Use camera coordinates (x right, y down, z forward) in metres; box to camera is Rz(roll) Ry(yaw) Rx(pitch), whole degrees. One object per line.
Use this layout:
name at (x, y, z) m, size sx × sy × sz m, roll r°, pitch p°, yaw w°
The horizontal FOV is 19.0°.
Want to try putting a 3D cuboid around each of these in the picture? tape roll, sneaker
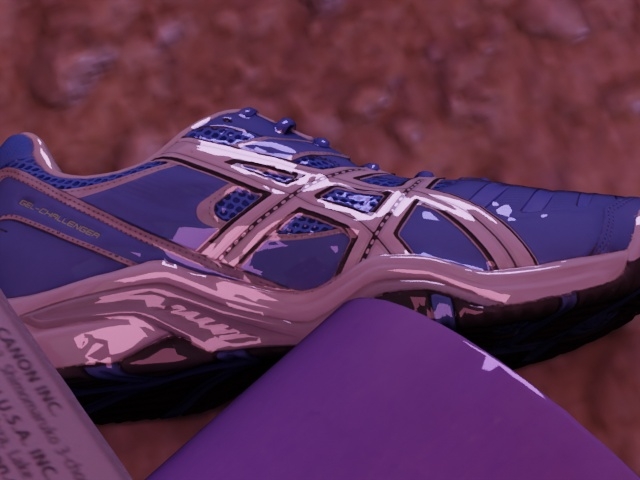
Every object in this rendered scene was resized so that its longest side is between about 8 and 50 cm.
tape roll at (0.039, 0.109, 0.447) m, size 0.080 × 0.189 × 0.189 m, roll -42°, pitch 77°, yaw -14°
sneaker at (0.000, 0.000, 0.542) m, size 0.211 × 0.080 × 0.081 m, roll -4°, pitch 72°, yaw -4°

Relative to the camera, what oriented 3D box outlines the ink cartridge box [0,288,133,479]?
ink cartridge box at (-0.059, 0.186, 0.406) m, size 0.060 × 0.239 × 0.275 m, roll -17°, pitch 60°, yaw -41°
